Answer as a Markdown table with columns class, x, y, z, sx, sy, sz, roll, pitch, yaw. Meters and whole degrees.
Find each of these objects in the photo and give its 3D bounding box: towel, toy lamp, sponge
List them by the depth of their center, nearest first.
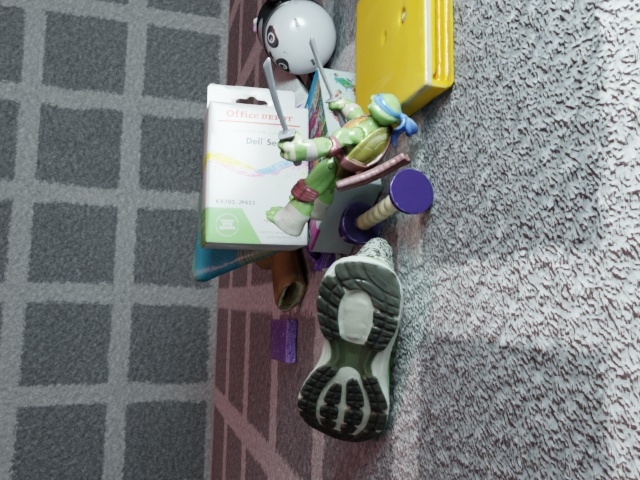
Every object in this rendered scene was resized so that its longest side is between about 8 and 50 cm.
| class | x | y | z | sx | sy | sz | roll | pitch | yaw |
| --- | --- | --- | --- | --- | --- | --- | --- | --- | --- |
| toy lamp | 0.096 | -0.046 | 1.067 | 0.275 | 0.080 | 0.080 | 147 | 124 | -67 |
| towel | -0.138 | -0.065 | 1.497 | 0.040 | 0.370 | 0.271 | 44 | -146 | -45 |
| sponge | -0.105 | 0.278 | 1.794 | 0.210 | 0.031 | 0.117 | 158 | 114 | -72 |

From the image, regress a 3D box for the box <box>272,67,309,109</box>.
| class | x | y | z | sx | sy | sz | roll | pitch | yaw |
| --- | --- | --- | --- | --- | --- | --- | --- | --- | --- |
| box | -0.071 | -0.370 | 1.573 | 0.067 | 0.063 | 0.324 | -38 | 26 | 9 |

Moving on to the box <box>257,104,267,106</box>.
| class | x | y | z | sx | sy | sz | roll | pitch | yaw |
| --- | --- | --- | --- | --- | --- | --- | --- | --- | --- |
| box | -0.141 | -0.270 | 1.800 | 0.103 | 0.114 | 0.203 | 124 | 131 | -60 |

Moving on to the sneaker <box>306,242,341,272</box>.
| class | x | y | z | sx | sy | sz | roll | pitch | yaw |
| --- | --- | --- | --- | --- | --- | --- | --- | --- | --- |
| sneaker | 0.000 | 0.000 | 1.401 | 0.170 | 0.071 | 0.068 | -103 | 22 | -45 |

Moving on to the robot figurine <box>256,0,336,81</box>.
| class | x | y | z | sx | sy | sz | roll | pitch | yaw |
| --- | --- | --- | --- | --- | --- | --- | --- | --- | --- |
| robot figurine | -0.063 | -0.494 | 1.523 | 0.173 | 0.209 | 0.278 | -66 | 23 | 22 |

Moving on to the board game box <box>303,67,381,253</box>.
| class | x | y | z | sx | sy | sz | roll | pitch | yaw |
| --- | --- | --- | --- | --- | --- | --- | --- | --- | --- |
| board game box | 0.026 | -0.160 | 1.296 | 0.224 | 0.097 | 0.303 | 113 | 156 | -50 |

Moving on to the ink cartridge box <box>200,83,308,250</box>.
| class | x | y | z | sx | sy | sz | roll | pitch | yaw |
| --- | --- | --- | --- | --- | --- | --- | --- | --- | --- |
| ink cartridge box | -0.134 | -0.161 | 1.307 | 0.119 | 0.207 | 0.353 | 154 | 117 | -74 |

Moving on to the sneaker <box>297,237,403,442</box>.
| class | x | y | z | sx | sy | sz | roll | pitch | yaw |
| --- | --- | --- | --- | --- | --- | --- | --- | --- | --- |
| sneaker | 0.073 | 0.173 | 1.087 | 0.182 | 0.158 | 0.410 | -55 | -20 | -55 |

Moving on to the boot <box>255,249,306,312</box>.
| class | x | y | z | sx | sy | sz | roll | pitch | yaw |
| --- | --- | --- | --- | --- | --- | --- | --- | --- | --- |
| boot | -0.118 | 0.084 | 1.768 | 0.236 | 0.089 | 0.269 | 111 | 155 | -43 |

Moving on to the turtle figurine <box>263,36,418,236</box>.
| class | x | y | z | sx | sy | sz | roll | pitch | yaw |
| --- | --- | --- | --- | --- | --- | --- | --- | --- | --- |
| turtle figurine | -0.012 | -0.159 | 1.022 | 0.266 | 0.275 | 0.198 | -58 | 22 | 31 |

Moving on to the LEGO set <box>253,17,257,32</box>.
| class | x | y | z | sx | sy | sz | roll | pitch | yaw |
| --- | --- | --- | --- | --- | --- | --- | --- | --- | --- |
| LEGO set | -0.069 | -0.637 | 1.694 | 0.287 | 0.132 | 0.107 | -51 | 48 | 48 |

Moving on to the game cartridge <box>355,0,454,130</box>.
| class | x | y | z | sx | sy | sz | roll | pitch | yaw |
| --- | --- | --- | --- | --- | --- | --- | --- | --- | --- |
| game cartridge | 0.128 | -0.334 | 1.065 | 0.324 | 0.053 | 0.285 | 154 | 118 | -75 |
